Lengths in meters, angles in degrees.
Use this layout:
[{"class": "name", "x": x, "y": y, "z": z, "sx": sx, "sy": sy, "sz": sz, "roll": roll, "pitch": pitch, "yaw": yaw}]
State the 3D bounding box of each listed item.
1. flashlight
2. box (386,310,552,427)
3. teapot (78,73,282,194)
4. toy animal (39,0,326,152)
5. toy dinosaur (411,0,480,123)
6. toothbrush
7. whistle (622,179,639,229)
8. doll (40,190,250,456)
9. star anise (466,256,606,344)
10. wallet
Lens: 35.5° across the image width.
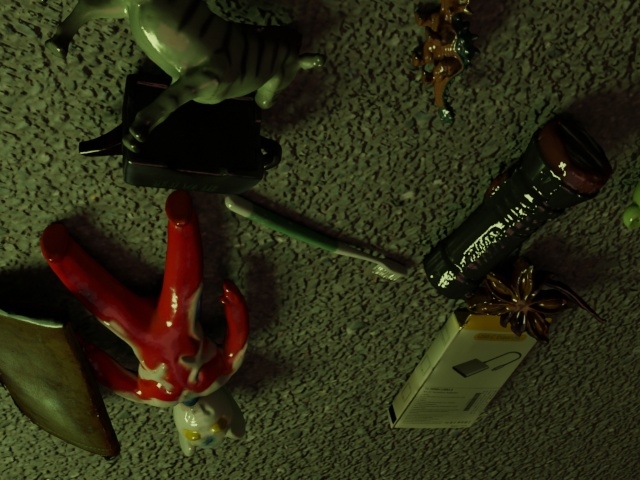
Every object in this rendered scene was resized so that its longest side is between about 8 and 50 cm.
[{"class": "flashlight", "x": 0.197, "y": -0.027, "z": 1.055, "sx": 0.093, "sy": 0.093, "sz": 0.232, "roll": 16, "pitch": 135, "yaw": -33}, {"class": "box", "x": 0.191, "y": 0.166, "z": 1.306, "sx": 0.129, "sy": 0.033, "sz": 0.247, "roll": 5, "pitch": 135, "yaw": -23}, {"class": "teapot", "x": -0.122, "y": -0.079, "z": 0.884, "sx": 0.177, "sy": 0.087, "sz": 0.096, "roll": 5, "pitch": 156, "yaw": -22}, {"class": "toy animal", "x": -0.107, "y": -0.162, "z": 0.785, "sx": 0.176, "sy": 0.073, "sz": 0.217, "roll": -46, "pitch": 122, "yaw": -16}, {"class": "toy dinosaur", "x": 0.111, "y": -0.167, "z": 0.887, "sx": 0.055, "sy": 0.049, "sz": 0.154, "roll": -14, "pitch": 135, "yaw": -9}, {"class": "toothbrush", "x": 0.000, "y": 0.000, "z": 1.062, "sx": 0.257, "sy": 0.018, "sz": 0.024, "roll": 24, "pitch": 132, "yaw": -39}, {"class": "whistle", "x": 0.412, "y": -0.081, "z": 1.061, "sx": 0.105, "sy": 0.085, "sz": 0.227, "roll": 1, "pitch": 137, "yaw": -34}, {"class": "doll", "x": -0.163, "y": 0.112, "z": 1.081, "sx": 0.188, "sy": 0.099, "sz": 0.384, "roll": -17, "pitch": 137, "yaw": 0}, {"class": "star anise", "x": 0.264, "y": 0.073, "z": 1.191, "sx": 0.190, "sy": 0.070, "sz": 0.097, "roll": 27, "pitch": 114, "yaw": -16}, {"class": "wallet", "x": -0.297, "y": 0.143, "z": 1.066, "sx": 0.137, "sy": 0.031, "sz": 0.255, "roll": 15, "pitch": 142, "yaw": 16}]
